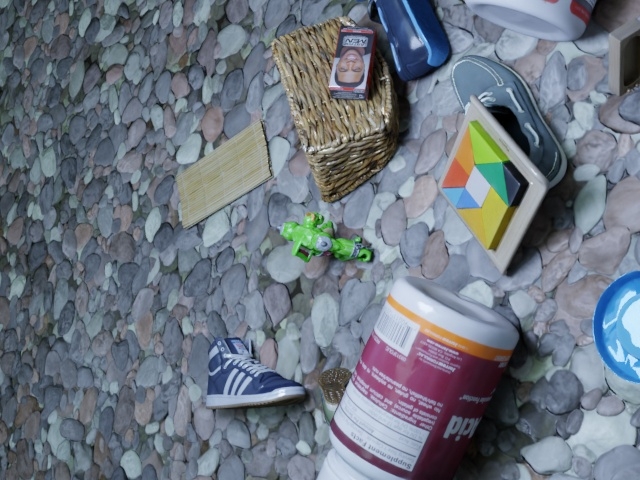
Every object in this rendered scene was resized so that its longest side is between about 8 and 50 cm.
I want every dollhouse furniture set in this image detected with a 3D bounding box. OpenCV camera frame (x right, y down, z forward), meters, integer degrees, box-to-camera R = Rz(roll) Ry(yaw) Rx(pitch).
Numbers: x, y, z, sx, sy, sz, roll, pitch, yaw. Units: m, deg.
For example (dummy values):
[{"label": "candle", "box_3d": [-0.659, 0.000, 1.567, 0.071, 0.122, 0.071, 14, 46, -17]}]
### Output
[{"label": "dollhouse furniture set", "box_3d": [0.526, -0.280, 1.365, 0.151, 0.144, 0.123, -32, 51, -9]}]

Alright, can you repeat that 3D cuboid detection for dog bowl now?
[{"label": "dog bowl", "box_3d": [0.536, 0.104, 1.309, 0.297, 0.074, 0.166, -27, 62, 36]}]

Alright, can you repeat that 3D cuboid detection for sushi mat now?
[{"label": "sushi mat", "box_3d": [-0.228, -0.151, 2.161, 0.316, 0.019, 0.151, -28, 60, 36]}]

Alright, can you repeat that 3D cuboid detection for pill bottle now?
[{"label": "pill bottle", "box_3d": [0.151, 0.278, 1.538, 0.224, 0.224, 0.392, 33, 103, 44]}, {"label": "pill bottle", "box_3d": [0.390, -0.529, 1.513, 0.210, 0.210, 0.363, 25, 97, 45]}]

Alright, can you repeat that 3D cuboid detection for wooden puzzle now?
[{"label": "wooden puzzle", "box_3d": [0.276, -0.089, 1.548, 0.221, 0.044, 0.239, 58, 152, 34]}]

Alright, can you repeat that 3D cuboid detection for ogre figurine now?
[{"label": "ogre figurine", "box_3d": [0.000, 0.000, 1.829, 0.197, 0.118, 0.097, 45, 111, 40]}]

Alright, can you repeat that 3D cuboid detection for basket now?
[{"label": "basket", "box_3d": [0.049, -0.269, 1.866, 0.213, 0.223, 0.299, -19, 62, 3]}]

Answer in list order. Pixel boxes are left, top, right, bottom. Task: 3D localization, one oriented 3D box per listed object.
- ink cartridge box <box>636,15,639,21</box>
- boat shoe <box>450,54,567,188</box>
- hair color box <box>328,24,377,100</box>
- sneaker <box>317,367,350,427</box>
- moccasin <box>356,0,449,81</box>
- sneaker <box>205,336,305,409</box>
[{"label": "ink cartridge box", "box_3d": [0.528, -0.434, 1.412, 0.067, 0.115, 0.198, 36, 109, 4]}, {"label": "boat shoe", "box_3d": [0.306, -0.221, 1.596, 0.116, 0.099, 0.319, -47, 52, 26]}, {"label": "hair color box", "box_3d": [0.063, -0.336, 1.746, 0.072, 0.043, 0.141, 5, 67, 10]}, {"label": "sneaker", "box_3d": [0.031, 0.305, 1.717, 0.192, 0.064, 0.086, -96, -1, -79]}, {"label": "moccasin", "box_3d": [0.133, -0.465, 1.804, 0.117, 0.137, 0.342, -38, 55, 37]}, {"label": "sneaker", "box_3d": [-0.143, 0.269, 1.917, 0.282, 0.099, 0.153, -14, 72, 45]}]
